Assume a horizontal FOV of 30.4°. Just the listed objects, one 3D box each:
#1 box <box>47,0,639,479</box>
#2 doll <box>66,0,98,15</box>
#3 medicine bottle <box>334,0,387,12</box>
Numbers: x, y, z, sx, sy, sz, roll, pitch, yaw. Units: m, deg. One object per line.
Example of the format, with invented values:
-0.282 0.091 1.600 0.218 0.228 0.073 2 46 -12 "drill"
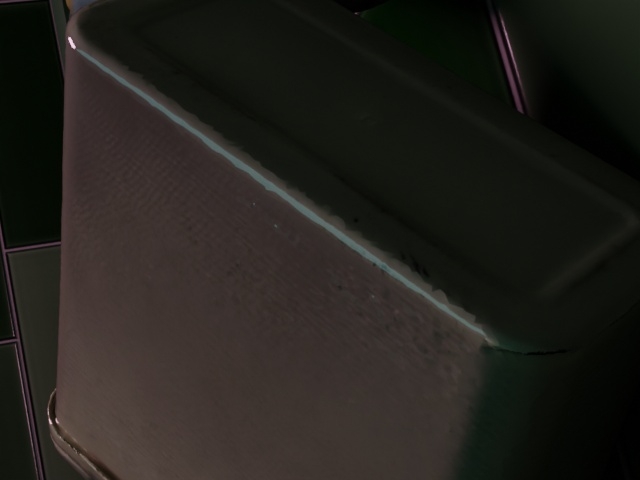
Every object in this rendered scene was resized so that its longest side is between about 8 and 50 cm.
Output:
0.000 0.067 0.693 0.352 0.177 0.343 36 137 28 "box"
-0.219 -0.394 1.366 0.177 0.162 0.260 -86 0 -48 "doll"
-0.028 -0.255 0.825 0.273 0.165 0.165 -134 38 -64 "medicine bottle"
